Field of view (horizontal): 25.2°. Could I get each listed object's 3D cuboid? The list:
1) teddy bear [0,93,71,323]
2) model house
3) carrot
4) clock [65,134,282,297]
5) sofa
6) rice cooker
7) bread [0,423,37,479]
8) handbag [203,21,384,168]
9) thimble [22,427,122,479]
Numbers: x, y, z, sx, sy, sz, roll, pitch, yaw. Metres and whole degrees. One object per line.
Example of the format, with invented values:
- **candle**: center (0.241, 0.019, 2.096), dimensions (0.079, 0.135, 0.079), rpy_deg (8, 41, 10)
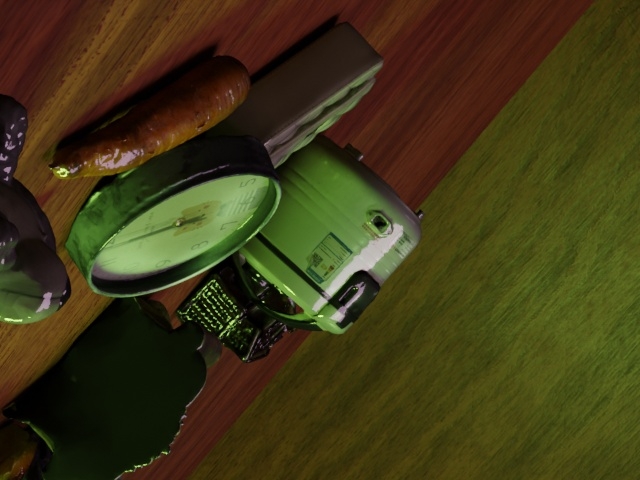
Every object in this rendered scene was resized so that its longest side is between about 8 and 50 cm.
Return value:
- **teddy bear**: center (-0.243, -0.002, 0.959), dimensions (0.251, 0.144, 0.171), rpy_deg (-40, 155, -55)
- **model house**: center (-0.122, 0.108, 2.109), dimensions (0.152, 0.165, 0.106), rpy_deg (-42, -173, -24)
- **carrot**: center (-0.148, -0.103, 1.266), dimensions (0.248, 0.059, 0.059), rpy_deg (-36, 166, -42)
- **clock**: center (-0.143, -0.021, 1.437), dimensions (0.226, 0.049, 0.226), rpy_deg (-27, 160, -11)
- **sofa**: center (-0.235, 0.198, 1.774), dimensions (0.258, 0.182, 0.200), rpy_deg (-47, 172, -4)
- **rice cooker**: center (0.000, 0.000, 1.906), dimensions (0.244, 0.226, 0.226), rpy_deg (-47, 172, -4)
- **bread**: center (-0.442, 0.346, 1.794), dimensions (0.271, 0.077, 0.139), rpy_deg (-55, 172, 29)
- **handbag**: center (-0.051, -0.120, 1.604), dimensions (0.256, 0.079, 0.219), rpy_deg (-40, 173, -35)
- **thimble**: center (-0.341, 0.313, 1.896), dimensions (0.098, 0.150, 0.150), rpy_deg (-55, 169, 34)
